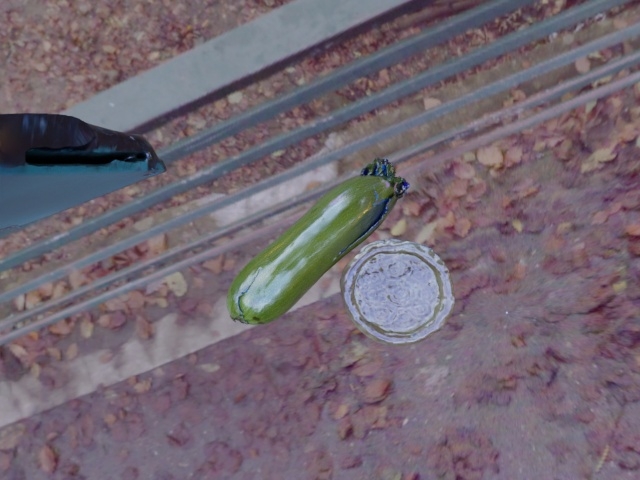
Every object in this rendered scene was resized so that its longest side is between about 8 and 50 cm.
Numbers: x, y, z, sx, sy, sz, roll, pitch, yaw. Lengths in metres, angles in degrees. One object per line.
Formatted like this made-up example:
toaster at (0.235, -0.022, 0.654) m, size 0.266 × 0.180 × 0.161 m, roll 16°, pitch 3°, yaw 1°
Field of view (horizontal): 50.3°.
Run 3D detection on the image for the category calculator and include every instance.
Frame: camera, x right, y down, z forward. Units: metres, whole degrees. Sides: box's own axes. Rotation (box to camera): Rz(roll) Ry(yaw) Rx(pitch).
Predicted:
calculator at (-0.305, -0.054, 0.615) m, size 0.248 × 0.274 × 0.058 m, roll -16°, pitch 89°, yaw 25°

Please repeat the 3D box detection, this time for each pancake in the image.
pancake at (0.075, 0.050, 0.666) m, size 0.114 × 0.011 × 0.115 m, roll 1°, pitch 98°, yaw 7°

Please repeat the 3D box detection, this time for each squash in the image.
squash at (0.000, 0.000, 0.534) m, size 0.183 × 0.052 × 0.052 m, roll -40°, pitch 74°, yaw -17°
